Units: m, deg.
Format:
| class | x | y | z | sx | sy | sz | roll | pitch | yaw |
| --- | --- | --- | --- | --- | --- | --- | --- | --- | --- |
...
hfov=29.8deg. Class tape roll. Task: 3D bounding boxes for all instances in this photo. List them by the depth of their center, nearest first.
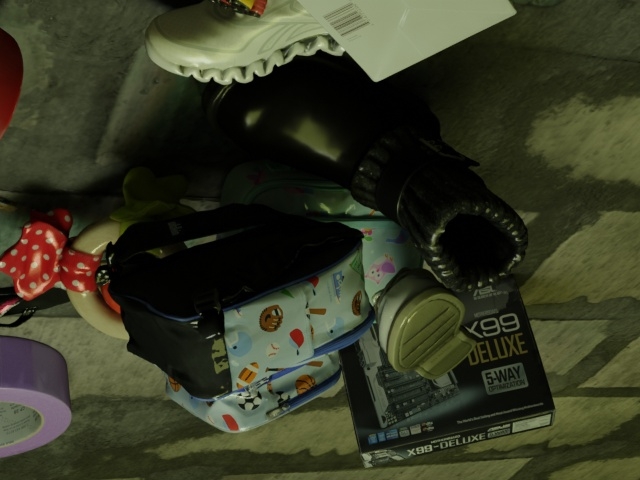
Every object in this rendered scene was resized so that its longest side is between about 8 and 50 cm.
| class | x | y | z | sx | sy | sz | roll | pitch | yaw |
| --- | --- | --- | --- | --- | --- | --- | --- | --- | --- |
| tape roll | -0.527 | 0.248 | 1.862 | 0.274 | 0.090 | 0.275 | -9 | 150 | -5 |

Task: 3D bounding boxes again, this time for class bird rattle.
| class | x | y | z | sx | sy | sz | roll | pitch | yaw |
| --- | --- | --- | --- | --- | --- | --- | --- | --- | --- |
| bird rattle | -0.252 | 0.032 | 1.474 | 0.253 | 0.143 | 0.207 | -27 | 104 | 5 |

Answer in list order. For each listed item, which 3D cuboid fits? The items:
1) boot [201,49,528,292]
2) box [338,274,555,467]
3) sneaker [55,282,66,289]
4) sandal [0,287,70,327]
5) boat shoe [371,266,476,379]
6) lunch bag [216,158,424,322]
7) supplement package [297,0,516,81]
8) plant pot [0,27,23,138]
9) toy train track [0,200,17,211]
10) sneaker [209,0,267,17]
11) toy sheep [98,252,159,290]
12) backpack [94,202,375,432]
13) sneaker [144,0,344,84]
| class | x | y | z | sx | sy | sz | roll | pitch | yaw |
| --- | --- | --- | --- | --- | --- | --- | --- | --- | --- |
| boot | 0.057 | -0.078 | 1.330 | 0.348 | 0.260 | 0.131 | 8 | 129 | -36 |
| box | 0.190 | 0.205 | 1.904 | 0.307 | 0.243 | 0.076 | -12 | 151 | 2 |
| sneaker | -0.379 | 0.046 | 1.625 | 0.069 | 0.038 | 0.098 | -19 | 140 | 15 |
| sandal | -0.427 | 0.095 | 1.681 | 0.179 | 0.040 | 0.067 | -13 | 151 | 1 |
| boat shoe | 0.110 | 0.092 | 1.456 | 0.113 | 0.103 | 0.302 | -39 | 159 | -2 |
| lunch bag | 0.000 | 0.000 | 1.550 | 0.279 | 0.108 | 0.224 | -2 | 120 | -22 |
| supplement package | 0.047 | -0.288 | 1.039 | 0.149 | 0.203 | 0.194 | -23 | 148 | 20 |
| plant pot | -0.401 | -0.155 | 1.120 | 0.191 | 0.191 | 0.174 | -27 | 141 | 24 |
| toy train track | -0.405 | -0.051 | 1.468 | 0.048 | 0.014 | 0.083 | -36 | 149 | 23 |
| sneaker | -0.127 | -0.296 | 1.097 | 0.225 | 0.088 | 0.093 | 30 | 87 | -36 |
| toy sheep | -0.248 | 0.047 | 1.625 | 0.091 | 0.091 | 0.132 | -28 | 165 | 26 |
| backpack | -0.072 | 0.077 | 1.349 | 0.263 | 0.276 | 0.213 | -27 | 118 | -25 |
| sneaker | -0.035 | -0.237 | 1.214 | 0.292 | 0.110 | 0.118 | -11 | 139 | -11 |
